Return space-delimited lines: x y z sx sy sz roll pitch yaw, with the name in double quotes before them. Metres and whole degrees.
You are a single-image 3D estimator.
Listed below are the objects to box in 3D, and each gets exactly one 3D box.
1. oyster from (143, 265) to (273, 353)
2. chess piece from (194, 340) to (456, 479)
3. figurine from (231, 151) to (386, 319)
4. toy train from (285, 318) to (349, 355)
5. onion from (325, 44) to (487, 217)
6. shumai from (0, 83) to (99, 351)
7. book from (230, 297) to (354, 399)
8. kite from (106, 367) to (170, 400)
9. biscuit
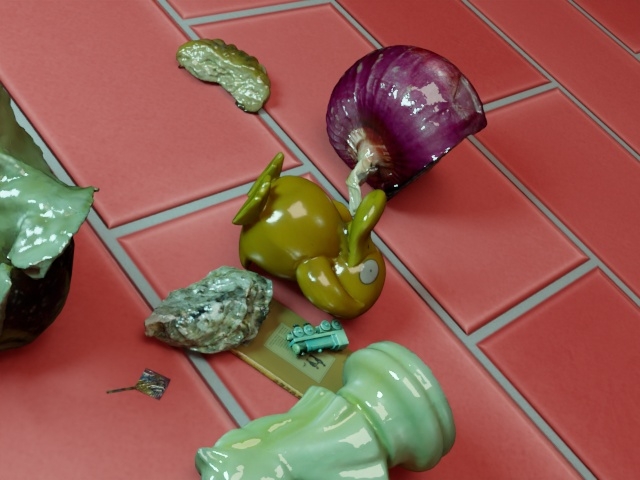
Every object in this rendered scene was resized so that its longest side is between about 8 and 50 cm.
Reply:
"oyster" -0.142 0.090 1.101 0.125 0.064 0.177 22 43 20
"chess piece" 0.005 0.257 0.982 0.298 0.176 0.176 -27 65 -27
"figurine" -0.010 0.000 1.173 0.228 0.215 0.215 16 44 3
"toy train" -0.005 0.136 1.140 0.092 0.029 0.045 -7 62 -33
"onion" 0.132 -0.216 1.405 0.230 0.256 0.272 55 25 6
"shumai" -0.435 -0.012 0.912 0.348 0.395 0.395 41 41 -17
"book" -0.037 0.153 1.136 0.172 0.012 0.118 34 43 6
"kite" -0.225 0.176 1.027 0.078 0.002 0.044 12 46 -17
"biscuit" -0.161 -0.312 1.474 0.183 0.061 0.118 30 42 3
